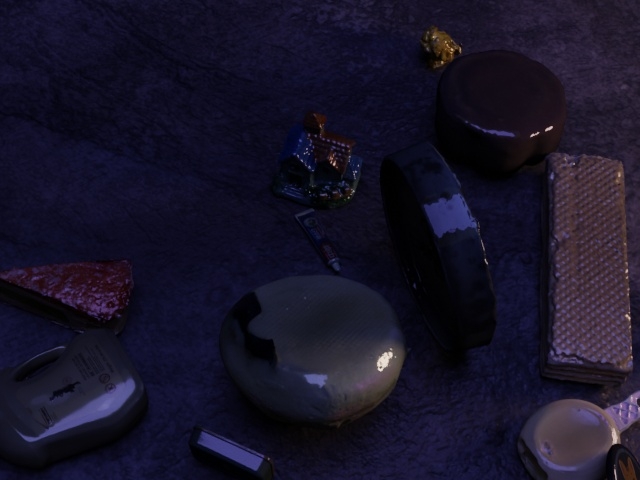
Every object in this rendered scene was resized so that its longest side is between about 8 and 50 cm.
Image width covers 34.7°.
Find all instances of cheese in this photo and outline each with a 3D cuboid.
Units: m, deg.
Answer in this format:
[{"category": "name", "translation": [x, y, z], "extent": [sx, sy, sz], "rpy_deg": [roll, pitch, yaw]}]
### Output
[{"category": "cheese", "translation": [0.403, 0.286, 1.524], "extent": [0.227, 0.064, 0.137], "rpy_deg": [-23, 61, -19]}]

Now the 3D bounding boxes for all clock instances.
[{"category": "clock", "translation": [0.173, 0.013, 1.543], "extent": [0.067, 0.325, 0.325], "rpy_deg": [-18, 58, -7]}]

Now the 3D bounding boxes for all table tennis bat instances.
[{"category": "table tennis bat", "translation": [0.447, 0.399, 1.426], "extent": [0.027, 0.150, 0.236], "rpy_deg": [-24, 73, 28]}]

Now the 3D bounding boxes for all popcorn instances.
[{"category": "popcorn", "translation": [0.220, -0.362, 1.960], "extent": [0.084, 0.084, 0.084], "rpy_deg": [1, 56, -2]}]

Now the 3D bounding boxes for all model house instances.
[{"category": "model house", "translation": [-0.006, -0.144, 1.743], "extent": [0.148, 0.148, 0.119], "rpy_deg": [18, 58, 12]}]

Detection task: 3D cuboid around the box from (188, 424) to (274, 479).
[{"category": "box", "translation": [-0.128, 0.311, 1.462], "extent": [0.126, 0.091, 0.031], "rpy_deg": [23, 64, 11]}]

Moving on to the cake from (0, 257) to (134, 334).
[{"category": "cake", "translation": [-0.398, 0.101, 1.591], "extent": [0.220, 0.086, 0.116], "rpy_deg": [-6, 54, -9]}]

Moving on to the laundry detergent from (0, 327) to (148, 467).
[{"category": "laundry detergent", "translation": [-0.391, 0.239, 1.494], "extent": [0.253, 0.091, 0.181], "rpy_deg": [-26, 59, -19]}]

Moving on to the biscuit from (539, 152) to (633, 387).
[{"category": "biscuit", "translation": [0.431, 0.034, 1.688], "extent": [0.144, 0.078, 0.426], "rpy_deg": [8, 55, 3]}]

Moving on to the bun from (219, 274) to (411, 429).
[{"category": "bun", "translation": [-0.013, 0.180, 1.513], "extent": [0.283, 0.179, 0.283], "rpy_deg": [2, 32, -2]}]

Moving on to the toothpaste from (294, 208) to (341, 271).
[{"category": "toothpaste", "translation": [0.000, 0.000, 1.723], "extent": [0.037, 0.021, 0.140], "rpy_deg": [-20, 56, -18]}]

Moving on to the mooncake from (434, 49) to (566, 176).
[{"category": "mooncake", "translation": [0.318, -0.229, 1.827], "extent": [0.245, 0.133, 0.245], "rpy_deg": [1, 56, -2]}]
